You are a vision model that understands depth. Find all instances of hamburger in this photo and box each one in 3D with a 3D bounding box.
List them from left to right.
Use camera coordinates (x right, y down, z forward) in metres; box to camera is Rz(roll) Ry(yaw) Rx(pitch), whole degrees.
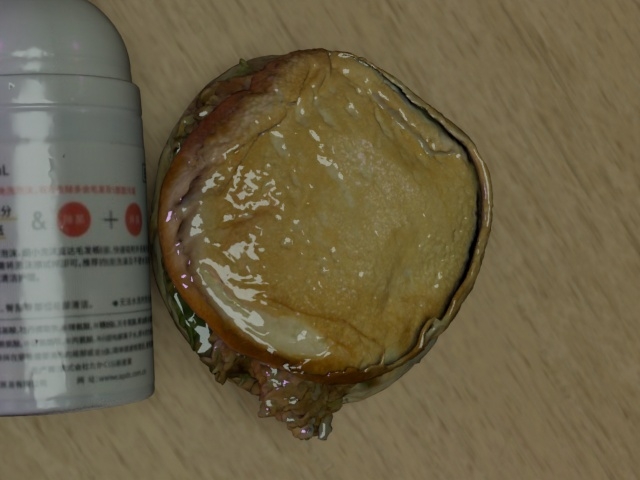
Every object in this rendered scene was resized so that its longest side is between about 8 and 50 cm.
[{"bbox_3d":[0.000,0.000,0.808,0.243,0.146,0.286,-8,85,-18],"label":"hamburger"}]

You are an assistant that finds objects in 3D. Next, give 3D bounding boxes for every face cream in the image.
[{"bbox_3d":[-0.192,-0.073,0.769,0.145,0.145,0.370,-2,89,-11],"label":"face cream"}]
